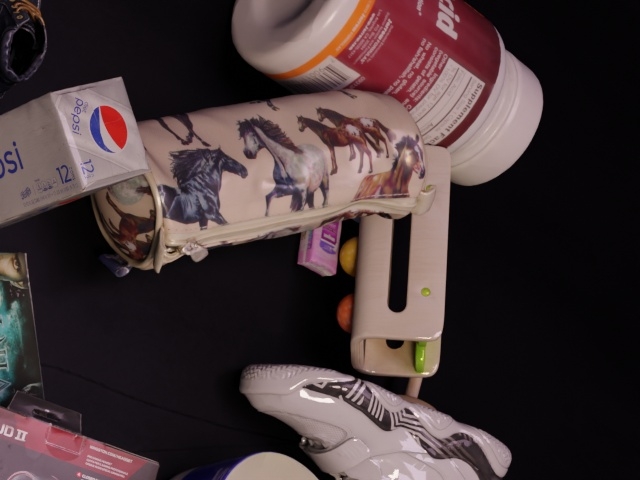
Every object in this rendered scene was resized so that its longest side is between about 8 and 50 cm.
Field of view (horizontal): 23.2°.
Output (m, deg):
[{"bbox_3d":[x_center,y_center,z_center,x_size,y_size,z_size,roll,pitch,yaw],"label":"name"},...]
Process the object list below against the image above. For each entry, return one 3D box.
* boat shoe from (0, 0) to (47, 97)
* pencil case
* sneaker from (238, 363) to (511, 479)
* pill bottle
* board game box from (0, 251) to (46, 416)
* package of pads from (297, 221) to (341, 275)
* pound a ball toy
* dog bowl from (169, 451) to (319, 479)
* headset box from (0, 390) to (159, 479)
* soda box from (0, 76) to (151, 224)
[{"bbox_3d":[-0.321,-0.234,1.673,0.065,0.083,0.183,32,57,-37],"label":"boat shoe"},{"bbox_3d":[-0.062,-0.070,1.781,0.410,0.160,0.183,-12,65,-34],"label":"pencil case"},{"bbox_3d":[0.049,0.286,1.863,0.366,0.137,0.210,24,76,-22],"label":"sneaker"},{"bbox_3d":[0.097,-0.236,2.009,0.392,0.224,0.224,30,58,-37],"label":"pill bottle"},{"bbox_3d":[-0.346,0.105,1.591,0.126,0.026,0.186,-1,80,-46],"label":"board game box"},{"bbox_3d":[0.000,0.000,1.980,0.050,0.032,0.083,30,59,-42],"label":"package of pads"},{"bbox_3d":[0.090,0.063,1.990,0.208,0.136,0.319,87,8,-63],"label":"pound a ball toy"},{"bbox_3d":[-0.075,0.369,1.709,0.265,0.104,0.264,31,48,-43],"label":"dog bowl"},{"bbox_3d":[-0.295,0.292,1.486,0.218,0.110,0.293,24,67,-29],"label":"headset box"},{"bbox_3d":[-0.295,-0.069,1.502,0.091,0.286,0.098,-20,92,-47],"label":"soda box"}]
